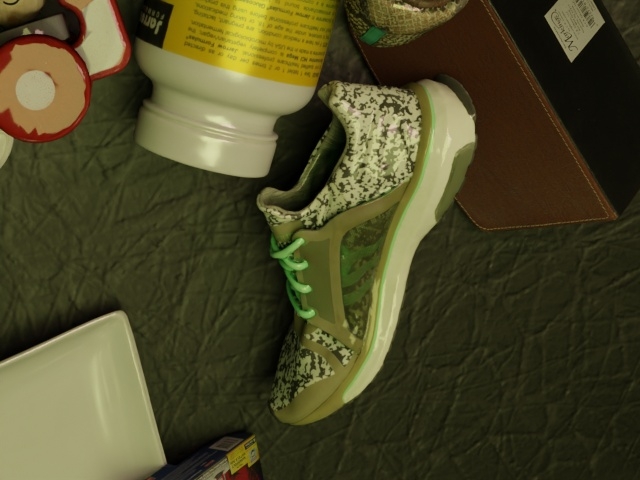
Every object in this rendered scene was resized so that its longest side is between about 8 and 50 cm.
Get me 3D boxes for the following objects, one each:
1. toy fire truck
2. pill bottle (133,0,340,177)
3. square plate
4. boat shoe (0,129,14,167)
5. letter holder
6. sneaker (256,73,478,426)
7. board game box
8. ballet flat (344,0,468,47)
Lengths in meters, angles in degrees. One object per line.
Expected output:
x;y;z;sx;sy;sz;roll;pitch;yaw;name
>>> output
-0.346;-0.205;1.558;0.302;0.169;0.254;-19;104;-1;toy fire truck
-0.076;-0.240;1.628;0.188;0.188;0.334;12;101;-19;pill bottle
-0.323;0.284;1.742;0.347;0.049;0.344;-22;111;-25;square plate
-0.343;-0.075;1.676;0.035;0.035;0.100;36;93;-22;boat shoe
0.199;-0.172;1.767;0.152;0.214;0.302;-50;116;-34;letter holder
0.000;0.000;1.716;0.182;0.158;0.410;14;109;-25;sneaker
-0.131;0.335;1.804;0.194;0.060;0.194;-31;118;-51;board game box
0.137;-0.396;1.636;0.164;0.182;0.483;29;71;-9;ballet flat
